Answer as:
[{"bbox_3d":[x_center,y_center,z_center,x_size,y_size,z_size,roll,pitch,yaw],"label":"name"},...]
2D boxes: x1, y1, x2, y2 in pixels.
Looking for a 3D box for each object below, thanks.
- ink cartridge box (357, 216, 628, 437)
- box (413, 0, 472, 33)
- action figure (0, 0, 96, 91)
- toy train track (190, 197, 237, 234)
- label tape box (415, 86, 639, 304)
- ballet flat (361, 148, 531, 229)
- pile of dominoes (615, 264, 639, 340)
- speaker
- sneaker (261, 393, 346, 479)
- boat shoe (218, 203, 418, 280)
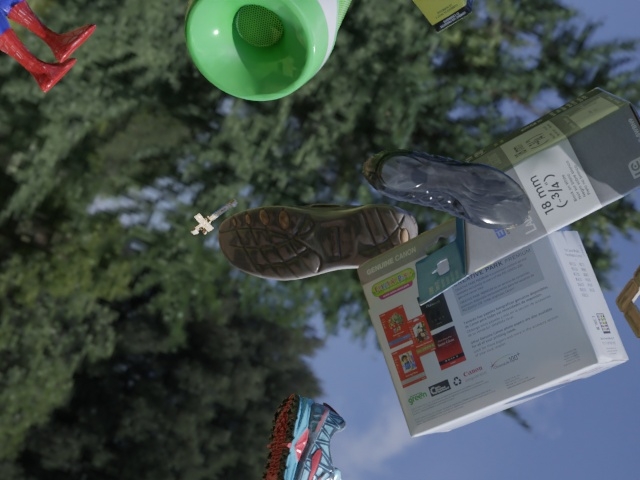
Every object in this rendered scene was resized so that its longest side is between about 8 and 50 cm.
[{"bbox_3d":[0.240,0.104,1.813,0.309,0.130,0.271,-26,-106,29],"label":"ink cartridge box"},{"bbox_3d":[0.104,-0.374,1.556,0.058,0.232,0.087,-28,-152,28],"label":"box"},{"bbox_3d":[-0.303,-0.273,1.096,0.091,0.280,0.139,-41,-169,52],"label":"action figure"},{"bbox_3d":[-0.161,-0.034,1.905,0.083,0.048,0.014,-36,-128,4],"label":"toy train track"},{"bbox_3d":[0.246,-0.065,1.597,0.334,0.105,0.240,-28,-172,8],"label":"label tape box"},{"bbox_3d":[0.120,-0.052,1.164,0.049,0.173,0.057,30,-77,67],"label":"ballet flat"},{"bbox_3d":[0.564,0.076,1.907,0.251,0.040,0.196,-64,-147,37],"label":"pile of dominoes"},{"bbox_3d":[-0.022,-0.244,1.097,0.131,0.131,0.296,-55,-171,39],"label":"speaker"},{"bbox_3d":[-0.023,0.376,1.935,0.104,0.125,0.261,-7,-113,68],"label":"sneaker"},{"bbox_3d":[0.000,0.000,2.180,0.130,0.356,0.132,-13,103,-73],"label":"boat shoe"}]
